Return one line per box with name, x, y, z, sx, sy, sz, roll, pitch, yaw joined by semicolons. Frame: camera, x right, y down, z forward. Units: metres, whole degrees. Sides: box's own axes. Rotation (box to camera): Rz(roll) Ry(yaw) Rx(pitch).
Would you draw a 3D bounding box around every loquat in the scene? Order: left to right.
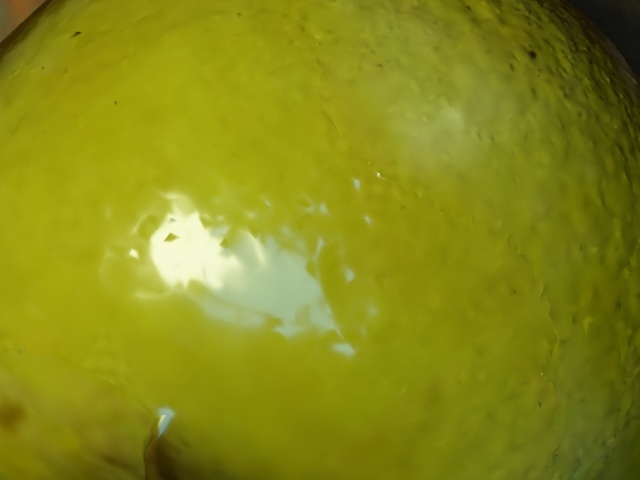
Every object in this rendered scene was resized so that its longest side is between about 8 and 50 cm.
loquat;0.000;0.000;0.656;0.328;0.359;0.328;10;144;7
